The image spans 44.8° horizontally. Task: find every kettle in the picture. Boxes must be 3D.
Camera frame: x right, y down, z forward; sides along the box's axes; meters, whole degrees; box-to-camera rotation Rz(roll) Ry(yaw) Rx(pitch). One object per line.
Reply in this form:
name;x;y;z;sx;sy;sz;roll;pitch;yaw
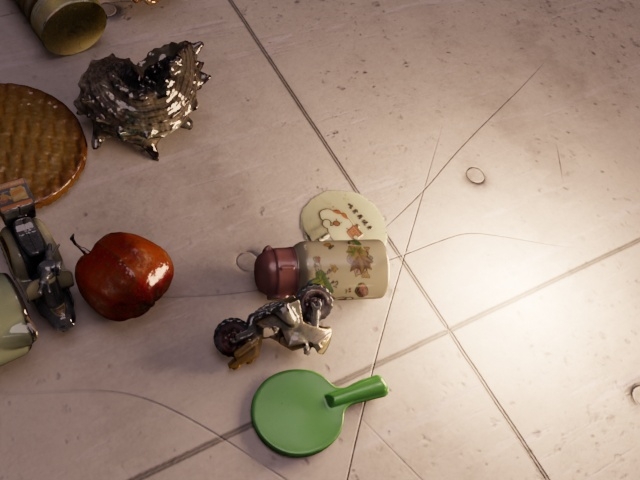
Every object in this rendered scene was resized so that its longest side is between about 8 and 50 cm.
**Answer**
kettle;-0.617;0.138;1.254;0.255;0.165;0.240;-21;35;-33

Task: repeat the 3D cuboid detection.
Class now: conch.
conch;-0.369;-0.312;1.614;0.313;0.186;0.241;-39;66;-12

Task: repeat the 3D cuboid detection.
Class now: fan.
fan;0.000;0.000;1.591;0.329;0.009;0.191;-29;69;-29

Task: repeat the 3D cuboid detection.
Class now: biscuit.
biscuit;-0.623;-0.182;1.528;0.317;0.040;0.318;6;59;-10

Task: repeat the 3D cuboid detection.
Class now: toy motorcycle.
toy motorcycle;-0.492;0.037;1.351;0.090;0.157;0.263;-22;64;-24
toy motorcycle;-0.073;0.171;1.404;0.229;0.094;0.130;-22;101;-9

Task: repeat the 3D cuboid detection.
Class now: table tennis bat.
table tennis bat;0.002;0.293;1.389;0.256;0.039;0.161;-14;62;-17

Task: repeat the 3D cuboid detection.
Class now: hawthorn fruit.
hawthorn fruit;-0.363;0.051;1.374;0.194;0.157;0.157;34;56;3

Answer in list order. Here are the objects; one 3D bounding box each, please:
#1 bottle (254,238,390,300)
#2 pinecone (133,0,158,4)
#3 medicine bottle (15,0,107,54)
bottle;-0.001;0.059;1.489;0.253;0.120;0.121;-3;59;-14
pinecone;-0.439;-0.681;1.786;0.244;0.244;0.309;-24;48;-27
medicine bottle;-0.613;-0.573;1.715;0.151;0.151;0.322;-25;67;-27
